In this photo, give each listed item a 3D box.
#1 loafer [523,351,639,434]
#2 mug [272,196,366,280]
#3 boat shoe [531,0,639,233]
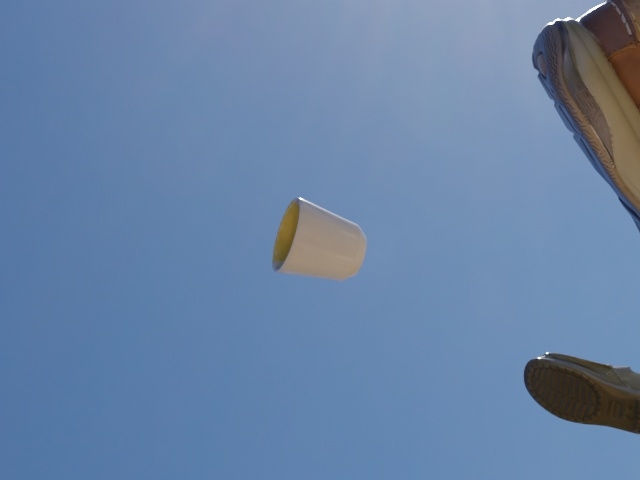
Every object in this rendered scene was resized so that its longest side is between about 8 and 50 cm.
[{"bbox_3d":[0.257,0.139,1.470,0.050,0.148,0.056,-46,-28,-61],"label":"loafer"},{"bbox_3d":[0.001,-0.001,1.304,0.064,0.078,0.062,16,-53,-14],"label":"mug"},{"bbox_3d":[0.250,-0.015,0.958,0.116,0.123,0.324,-34,-65,5],"label":"boat shoe"}]
